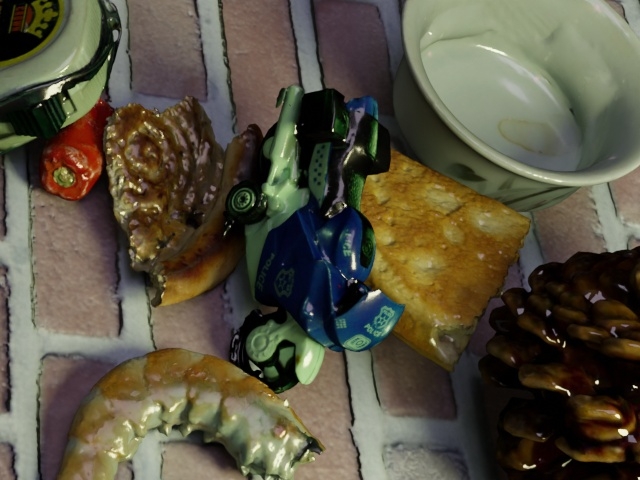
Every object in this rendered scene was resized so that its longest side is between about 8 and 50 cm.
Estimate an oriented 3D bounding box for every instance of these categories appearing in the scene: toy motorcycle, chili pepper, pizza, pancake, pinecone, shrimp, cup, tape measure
[{"bbox_3d":[0.000,0.000,1.750,0.125,0.196,0.331,33,59,-53],"label":"toy motorcycle"},{"bbox_3d":[-0.264,-0.101,1.802,0.070,0.073,0.123,-3,44,25],"label":"chili pepper"},{"bbox_3d":[0.081,0.006,1.857,0.268,0.087,0.258,30,38,8],"label":"pizza"},{"bbox_3d":[-0.131,-0.047,1.818,0.212,0.056,0.258,0,70,-39],"label":"pancake"},{"bbox_3d":[0.373,0.174,1.741,0.397,0.398,0.398,12,53,-17],"label":"pinecone"},{"bbox_3d":[-0.152,0.196,1.648,0.287,0.068,0.185,-20,66,-32],"label":"shrimp"},{"bbox_3d":[0.228,-0.169,2.015,0.347,0.163,0.347,12,53,-17],"label":"cup"},{"bbox_3d":[-0.320,-0.181,1.774,0.207,0.115,0.235,-4,55,7],"label":"tape measure"}]
